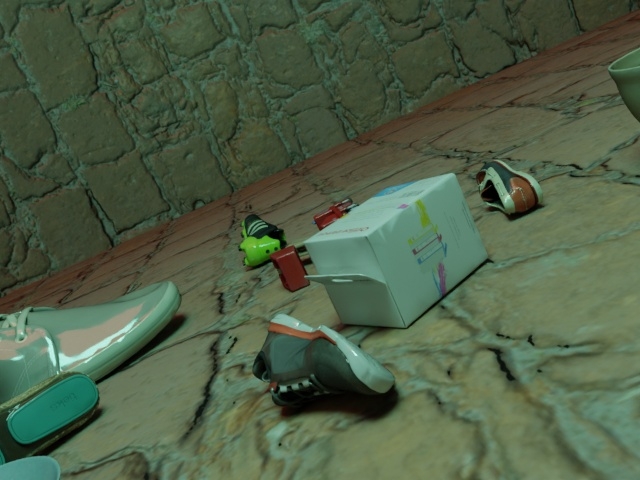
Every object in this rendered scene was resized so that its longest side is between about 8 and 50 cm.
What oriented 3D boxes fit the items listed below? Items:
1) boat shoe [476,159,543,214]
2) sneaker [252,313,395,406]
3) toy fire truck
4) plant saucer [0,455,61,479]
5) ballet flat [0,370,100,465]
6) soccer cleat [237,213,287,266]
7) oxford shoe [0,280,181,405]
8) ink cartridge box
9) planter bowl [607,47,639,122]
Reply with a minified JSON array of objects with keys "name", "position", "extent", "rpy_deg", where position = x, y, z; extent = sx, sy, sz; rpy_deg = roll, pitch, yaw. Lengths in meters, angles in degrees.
[{"name":"boat shoe","position":[0.202,-0.058,0.740],"extent":[0.043,0.049,0.137],"rpy_deg":[-27,17,-1]},{"name":"sneaker","position":[-0.004,0.100,0.482],"extent":[0.065,0.061,0.158],"rpy_deg":[-57,21,-15]},{"name":"toy fire truck","position":[0.000,0.000,0.870],"extent":[0.135,0.047,0.192],"rpy_deg":[-26,12,-1]},{"name":"plant saucer","position":[-0.263,0.225,0.447],"extent":[0.195,0.037,0.195],"rpy_deg":[-23,13,6]},{"name":"ballet flat","position":[-0.303,0.190,0.606],"extent":[0.206,0.073,0.067],"rpy_deg":[-21,-10,-46]},{"name":"soccer cleat","position":[-0.092,-0.003,1.055],"extent":[0.072,0.060,0.179],"rpy_deg":[-15,19,-1]},{"name":"oxford shoe","position":[-0.388,0.148,0.803],"extent":[0.449,0.130,0.169],"rpy_deg":[-26,11,-13]},{"name":"ink cartridge box","position":[0.063,0.013,0.593],"extent":[0.143,0.089,0.092],"rpy_deg":[-34,15,-33]},{"name":"planter bowl","position":[0.376,-0.146,0.625],"extent":[0.162,0.109,0.162],"rpy_deg":[-23,12,5]}]
